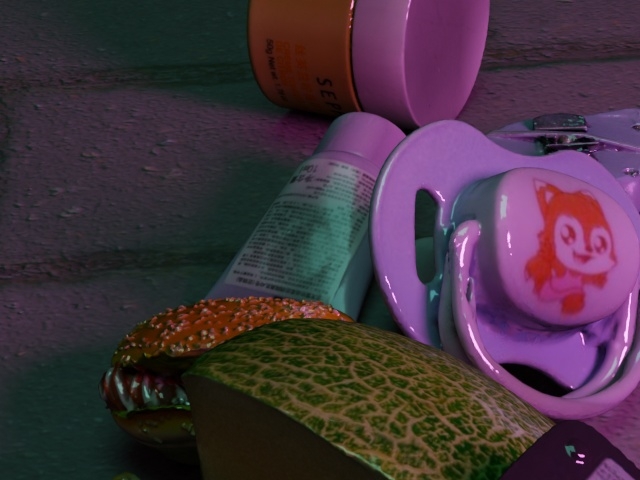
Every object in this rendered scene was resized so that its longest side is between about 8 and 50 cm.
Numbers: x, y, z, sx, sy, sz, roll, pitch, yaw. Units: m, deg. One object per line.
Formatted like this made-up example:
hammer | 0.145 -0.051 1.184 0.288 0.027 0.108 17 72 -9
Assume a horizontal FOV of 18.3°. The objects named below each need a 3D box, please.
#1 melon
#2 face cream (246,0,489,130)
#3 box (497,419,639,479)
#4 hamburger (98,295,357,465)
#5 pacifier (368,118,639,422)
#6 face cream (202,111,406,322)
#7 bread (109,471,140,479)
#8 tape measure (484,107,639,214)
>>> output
melon | 0.097 0.201 1.384 0.343 0.331 0.226 20 83 33
face cream | 0.051 -0.231 2.050 0.179 0.218 0.218 11 34 25
box | 0.214 0.281 1.172 0.350 0.058 0.211 43 46 9
hamburger | -0.067 0.105 1.585 0.210 0.116 0.173 -5 26 29
pacifier | 0.137 0.037 1.660 0.299 0.244 0.233 12 -15 -31
face cream | 0.000 0.000 1.815 0.154 0.096 0.274 12 47 20
bread | -0.132 0.275 1.334 0.246 0.111 0.239 -30 40 -35
tape measure | 0.232 -0.055 1.850 0.182 0.107 0.181 -5 24 -6
